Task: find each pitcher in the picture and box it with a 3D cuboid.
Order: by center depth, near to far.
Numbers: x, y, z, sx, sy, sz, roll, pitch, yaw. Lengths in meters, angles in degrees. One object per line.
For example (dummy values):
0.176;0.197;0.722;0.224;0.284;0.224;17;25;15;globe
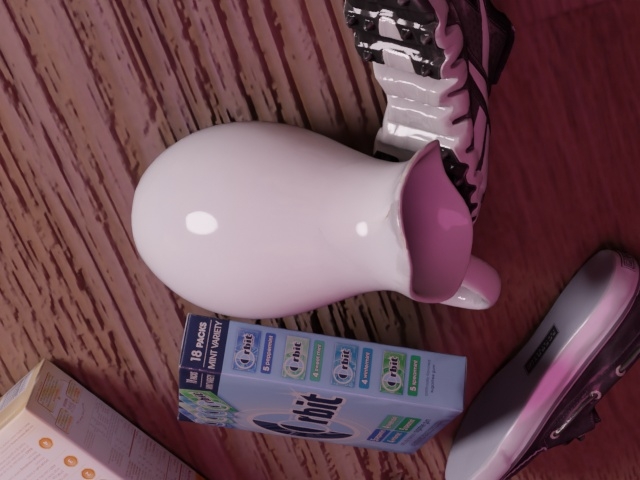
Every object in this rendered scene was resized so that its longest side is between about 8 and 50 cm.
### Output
0.000;0.000;0.674;0.207;0.125;0.178;3;155;32;pitcher

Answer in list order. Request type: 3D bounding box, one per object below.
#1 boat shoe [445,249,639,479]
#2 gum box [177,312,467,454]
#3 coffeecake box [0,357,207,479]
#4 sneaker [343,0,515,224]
0.179;0.111;0.780;0.076;0.080;0.228;27;108;-12;boat shoe
-0.006;0.105;0.745;0.184;0.041;0.157;9;158;-4;gum box
-0.196;0.204;0.834;0.142;0.068;0.185;-40;111;20;coffeecake box
0.081;-0.096;0.659;0.078;0.106;0.234;22;149;29;sneaker
